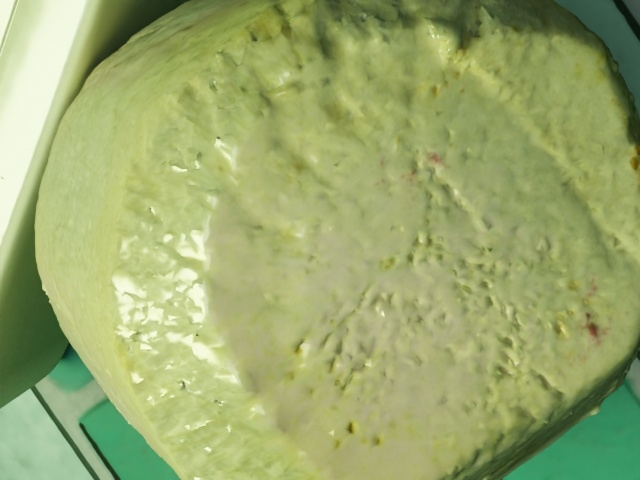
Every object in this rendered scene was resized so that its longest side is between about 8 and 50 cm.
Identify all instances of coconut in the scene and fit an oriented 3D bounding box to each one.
[{"bbox_3d":[0.000,0.000,0.494,0.239,0.244,0.239,-2,94,-21],"label":"coconut"}]

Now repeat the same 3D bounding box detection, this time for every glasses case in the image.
[{"bbox_3d":[-0.140,-0.055,0.570,0.070,0.131,0.312,28,110,8],"label":"glasses case"}]
